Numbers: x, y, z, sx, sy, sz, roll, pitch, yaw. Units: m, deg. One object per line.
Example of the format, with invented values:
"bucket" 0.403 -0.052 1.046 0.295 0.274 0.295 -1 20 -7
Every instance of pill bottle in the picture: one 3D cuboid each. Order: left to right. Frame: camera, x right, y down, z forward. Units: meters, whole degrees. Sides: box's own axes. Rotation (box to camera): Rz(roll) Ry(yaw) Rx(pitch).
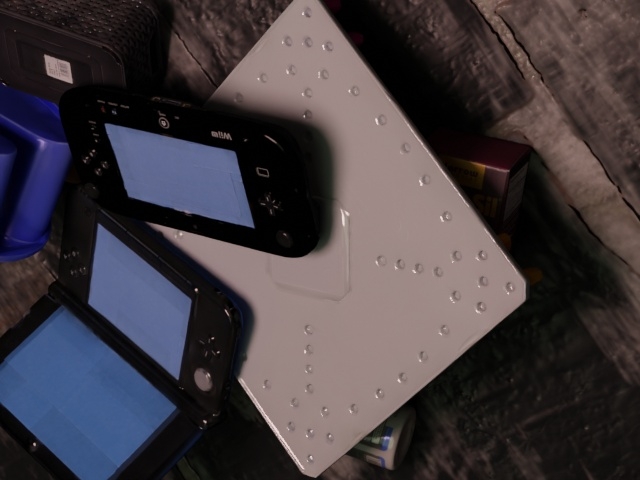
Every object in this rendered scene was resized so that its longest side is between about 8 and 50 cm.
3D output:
"pill bottle" 0.034 0.206 1.912 0.137 0.078 0.078 17 117 16

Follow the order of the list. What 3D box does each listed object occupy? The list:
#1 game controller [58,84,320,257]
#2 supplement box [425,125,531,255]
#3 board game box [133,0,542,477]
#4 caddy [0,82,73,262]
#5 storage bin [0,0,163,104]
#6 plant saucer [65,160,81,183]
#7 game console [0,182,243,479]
"game controller" -0.142 -0.076 1.767 0.319 0.067 0.166 13 142 31
"supplement box" 0.150 -0.014 1.768 0.104 0.081 0.188 15 116 18
"board game box" 0.000 0.000 1.786 0.390 0.050 0.390 55 129 12
"caddy" -0.441 -0.108 1.887 0.341 0.241 0.179 38 117 19
"storage bin" -0.274 -0.216 1.844 0.180 0.084 0.122 21 143 16
"plant saucer" -0.294 -0.106 1.965 0.083 0.013 0.083 9 114 21
"game console" -0.255 0.123 1.897 0.293 0.173 0.250 37 134 28
